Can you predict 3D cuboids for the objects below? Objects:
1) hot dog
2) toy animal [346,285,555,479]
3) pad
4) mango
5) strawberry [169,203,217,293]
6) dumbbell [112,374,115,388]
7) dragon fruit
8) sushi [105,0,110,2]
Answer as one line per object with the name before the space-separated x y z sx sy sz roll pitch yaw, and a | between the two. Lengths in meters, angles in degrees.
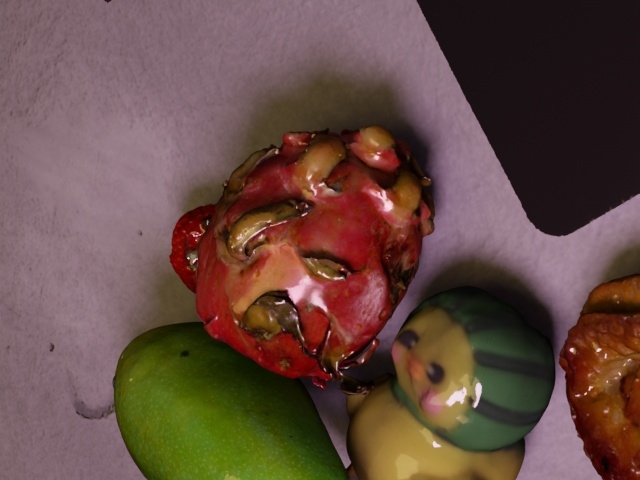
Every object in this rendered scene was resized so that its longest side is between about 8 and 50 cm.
hot dog | 0.410 0.157 1.144 0.387 0.174 0.267 10 112 30
toy animal | 0.139 0.209 1.336 0.216 0.191 0.338 51 122 48
pad | 0.275 -0.228 1.207 0.315 0.063 0.376 -34 75 37
mango | -0.094 0.221 1.343 0.382 0.225 0.201 31 85 47
strawberry | -0.128 0.015 1.509 0.131 0.148 0.131 0 93 -2
dumbbell | -0.151 0.291 1.578 0.160 0.144 0.325 -14 96 45
dragon fruit | 0.000 0.000 1.316 0.250 0.269 0.291 35 103 -5
sushi | -0.221 -0.427 1.458 0.215 0.050 0.192 -26 93 32
